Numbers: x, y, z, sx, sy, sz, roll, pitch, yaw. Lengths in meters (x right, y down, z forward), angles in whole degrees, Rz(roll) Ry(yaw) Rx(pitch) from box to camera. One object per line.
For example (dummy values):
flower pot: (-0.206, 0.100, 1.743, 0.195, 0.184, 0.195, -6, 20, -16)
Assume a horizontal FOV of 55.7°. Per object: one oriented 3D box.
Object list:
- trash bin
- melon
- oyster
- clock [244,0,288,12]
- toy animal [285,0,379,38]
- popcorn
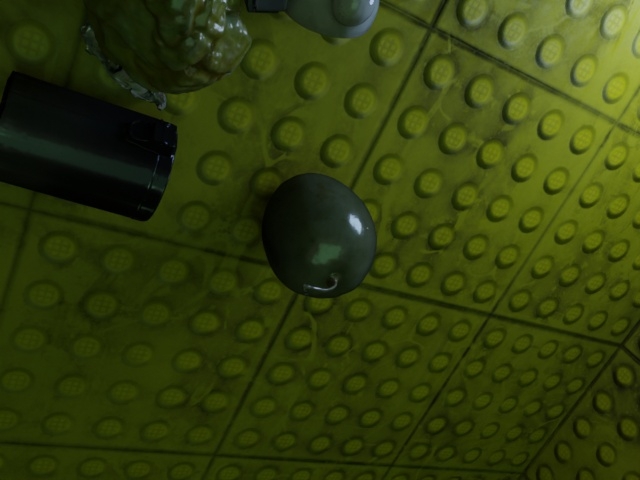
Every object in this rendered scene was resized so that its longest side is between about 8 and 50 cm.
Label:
trash bin: (-0.446, -0.172, 1.130, 0.302, 0.202, 0.252, 16, 149, -28)
melon: (-0.004, -0.012, 1.338, 0.272, 0.307, 0.271, -18, 159, -7)
oyster: (-0.376, -0.340, 1.157, 0.106, 0.061, 0.199, -10, 123, 6)
clock: (-0.097, -0.513, 1.051, 0.073, 0.144, 0.193, -7, 152, -16)
toy animal: (0.052, -0.554, 1.065, 0.196, 0.241, 0.367, -1, 121, -23)
popcorn: (-0.269, -0.404, 0.980, 0.293, 0.293, 0.333, -10, 107, 8)
